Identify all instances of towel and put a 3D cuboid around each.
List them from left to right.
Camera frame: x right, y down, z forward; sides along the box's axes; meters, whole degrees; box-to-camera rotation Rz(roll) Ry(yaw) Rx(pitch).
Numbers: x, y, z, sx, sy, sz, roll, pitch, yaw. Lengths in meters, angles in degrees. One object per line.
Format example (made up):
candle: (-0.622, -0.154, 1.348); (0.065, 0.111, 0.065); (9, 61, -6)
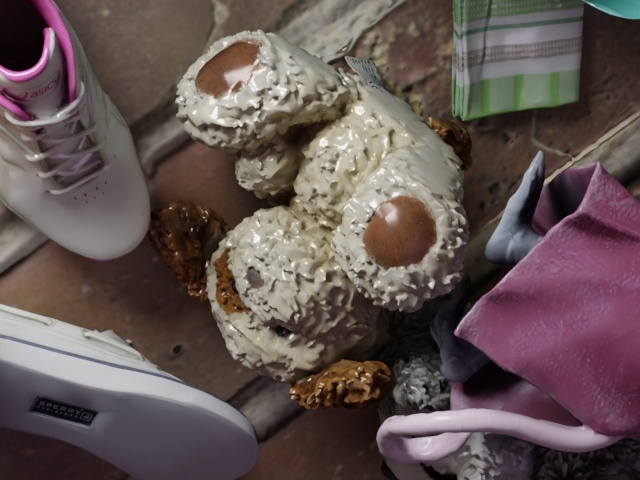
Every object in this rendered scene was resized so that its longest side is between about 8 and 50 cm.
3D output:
towel: (0.156, -0.170, 1.544); (0.113, 0.023, 0.152); (-9, 115, -16)

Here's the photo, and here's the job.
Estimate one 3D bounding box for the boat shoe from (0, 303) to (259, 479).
boat shoe: (-0.169, 0.110, 1.504); (0.267, 0.088, 0.096); (16, 129, -20)

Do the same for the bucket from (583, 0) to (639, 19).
bucket: (0.200, -0.303, 1.398); (0.281, 0.183, 0.281); (-7, 109, -21)

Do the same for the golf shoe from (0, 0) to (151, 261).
golf shoe: (-0.201, -0.094, 1.374); (0.115, 0.140, 0.306); (-34, 121, -6)

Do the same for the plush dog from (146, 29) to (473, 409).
plush dog: (0.000, 0.000, 1.471); (0.225, 0.262, 0.210); (-55, 155, 19)

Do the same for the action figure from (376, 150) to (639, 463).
action figure: (0.265, 0.105, 1.369); (0.370, 0.248, 0.275); (31, 76, 2)

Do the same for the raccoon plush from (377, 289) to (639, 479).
raccoon plush: (0.249, 0.077, 1.586); (0.446, 0.216, 0.299); (-42, 115, 0)
